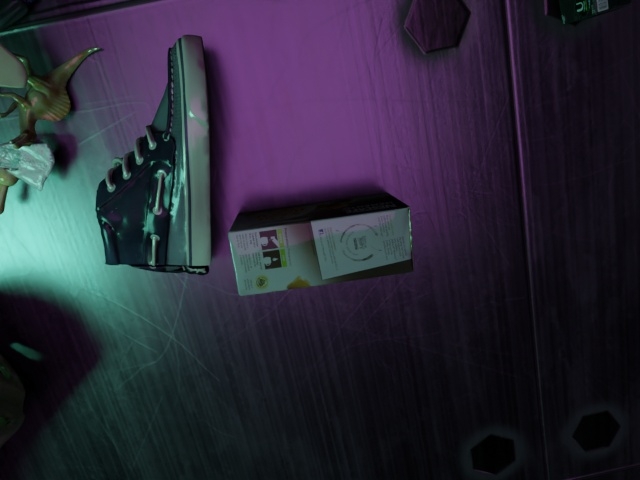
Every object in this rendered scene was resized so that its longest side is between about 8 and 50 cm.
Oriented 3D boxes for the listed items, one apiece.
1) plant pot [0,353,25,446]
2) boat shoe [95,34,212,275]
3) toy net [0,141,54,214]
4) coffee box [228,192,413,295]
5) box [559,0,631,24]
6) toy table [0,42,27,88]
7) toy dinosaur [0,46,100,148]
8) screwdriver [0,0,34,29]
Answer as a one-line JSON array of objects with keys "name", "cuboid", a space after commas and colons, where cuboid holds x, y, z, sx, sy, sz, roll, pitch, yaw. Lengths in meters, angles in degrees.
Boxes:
[{"name": "plant pot", "cuboid": [-0.628, 0.291, 0.663, 0.305, 0.334, 0.333, -41, 104, -5]}, {"name": "boat shoe", "cuboid": [-0.234, -0.109, 0.654, 0.158, 0.127, 0.340, 0, 106, -12]}, {"name": "toy net", "cuboid": [-0.496, -0.092, 0.687, 0.232, 0.045, 0.122, -29, 103, 2]}, {"name": "coffee box", "cuboid": [0.000, 0.000, 0.697, 0.247, 0.141, 0.098, -8, 105, -2]}, {"name": "box", "cuboid": [0.383, -0.348, 0.659, 0.052, 0.083, 0.062, -16, 106, 2]}, {"name": "toy table", "cuboid": [-0.476, -0.262, 0.518, 0.275, 0.252, 0.160, -4, 105, -23]}, {"name": "toy dinosaur", "cuboid": [-0.396, -0.217, 0.662, 0.093, 0.053, 0.183, 33, 83, -20]}, {"name": "screwdriver", "cuboid": [-0.378, -0.347, 0.641, 0.170, 0.025, 0.024, -39, 104, -3]}]
